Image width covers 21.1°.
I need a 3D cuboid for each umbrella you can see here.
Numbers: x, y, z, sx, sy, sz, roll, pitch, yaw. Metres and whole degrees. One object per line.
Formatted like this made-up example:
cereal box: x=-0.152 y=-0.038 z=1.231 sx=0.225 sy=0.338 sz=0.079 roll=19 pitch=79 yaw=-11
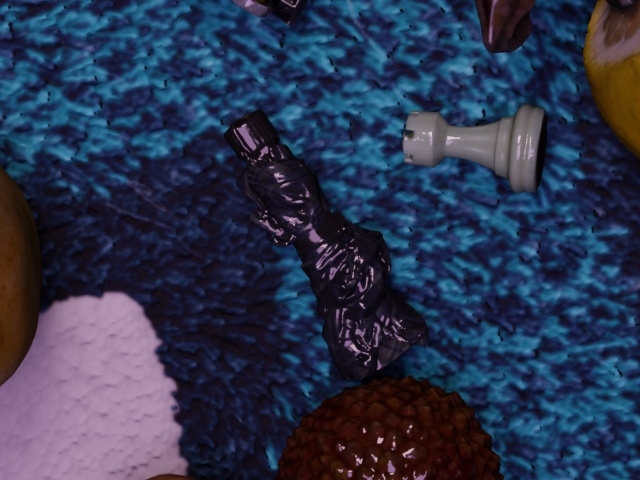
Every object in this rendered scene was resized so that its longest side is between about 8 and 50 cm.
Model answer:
umbrella: x=0.002 y=-0.001 z=1.313 sx=0.080 sy=0.071 sz=0.224 roll=-33 pitch=93 yaw=-17

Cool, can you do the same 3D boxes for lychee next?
lychee: x=0.053 y=0.197 z=1.294 sx=0.188 sy=0.188 sz=0.188 roll=1 pitch=103 yaw=5

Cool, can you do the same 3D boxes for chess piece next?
chess piece: x=0.116 y=-0.073 z=1.290 sx=0.103 sy=0.067 sz=0.067 roll=7 pitch=103 yaw=13

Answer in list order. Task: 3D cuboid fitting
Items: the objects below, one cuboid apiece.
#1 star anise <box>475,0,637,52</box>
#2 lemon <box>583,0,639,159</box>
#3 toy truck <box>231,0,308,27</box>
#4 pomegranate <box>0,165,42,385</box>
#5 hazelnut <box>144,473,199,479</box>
star anise: x=0.147 y=-0.255 z=1.195 sx=0.212 sy=0.129 sz=0.282 roll=-39 pitch=55 yaw=2
lemon: x=0.317 y=-0.132 z=1.170 sx=0.219 sy=0.240 sz=0.240 roll=33 pitch=104 yaw=-14
toy truck: x=-0.085 y=-0.233 z=1.257 sx=0.192 sy=0.092 sz=0.083 roll=28 pitch=104 yaw=-10
pomegranate: x=-0.316 y=0.026 z=1.274 sx=0.233 sy=0.233 sz=0.233 roll=1 pitch=103 yaw=5
hazelnut: x=-0.112 y=0.270 z=1.323 sx=0.182 sy=0.182 sz=0.182 roll=1 pitch=103 yaw=5
